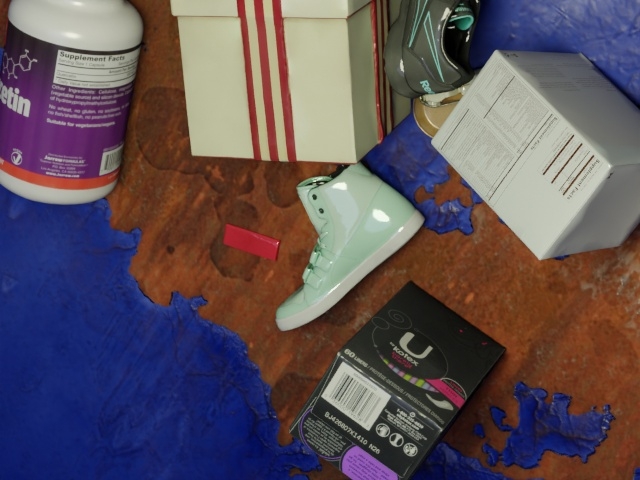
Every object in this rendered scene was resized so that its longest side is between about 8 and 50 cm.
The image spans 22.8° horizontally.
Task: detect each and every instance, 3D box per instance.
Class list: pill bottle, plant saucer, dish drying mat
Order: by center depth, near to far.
[{"bbox_3d":[0.160,-0.170,2.036,0.083,0.015,0.083,8,110,21],"label":"plant saucer"},{"bbox_3d":[-0.341,-0.223,2.139,0.181,0.181,0.323,20,115,16],"label":"pill bottle"},{"bbox_3d":[-0.096,0.002,2.214,0.083,0.008,0.032,18,114,18],"label":"dish drying mat"}]

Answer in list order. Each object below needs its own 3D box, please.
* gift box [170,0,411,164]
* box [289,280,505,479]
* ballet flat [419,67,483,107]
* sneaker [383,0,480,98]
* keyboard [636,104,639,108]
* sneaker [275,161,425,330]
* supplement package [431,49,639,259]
[{"bbox_3d":[-0.050,-0.247,1.912,0.276,0.255,0.258,3,112,16],"label":"gift box"},{"bbox_3d":[0.103,0.190,2.044,0.165,0.270,0.143,36,118,8],"label":"box"},{"bbox_3d":[0.174,-0.188,1.992,0.114,0.041,0.041,-10,104,25],"label":"ballet flat"},{"bbox_3d":[0.143,-0.301,1.864,0.106,0.101,0.267,3,92,44],"label":"sneaker"},{"bbox_3d":[0.377,-0.091,1.960,0.192,0.038,0.100,-41,89,29],"label":"keyboard"},{"bbox_3d":[0.000,0.000,2.121,0.256,0.094,0.151,-42,95,20],"label":"sneaker"},{"bbox_3d":[0.283,-0.105,1.872,0.203,0.194,0.149,50,123,26],"label":"supplement package"}]
